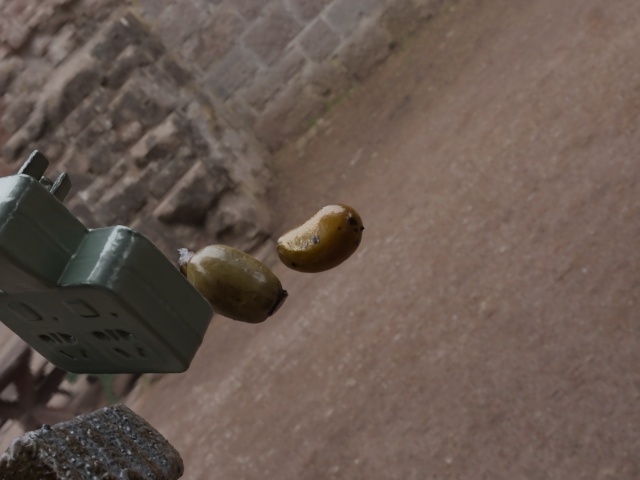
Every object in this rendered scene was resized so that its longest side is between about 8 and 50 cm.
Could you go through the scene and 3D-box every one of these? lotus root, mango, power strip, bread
[{"bbox_3d":[-0.161,0.068,1.798,0.125,0.220,0.118,87,-152,-62],"label":"lotus root"},{"bbox_3d":[0.003,0.002,2.028,0.178,0.115,0.090,-32,-25,5],"label":"mango"},{"bbox_3d":[-0.269,0.028,1.153,0.229,0.261,0.141,-7,47,37],"label":"power strip"},{"bbox_3d":[-0.330,0.341,1.550,0.113,0.165,0.416,-48,-8,5],"label":"bread"}]
